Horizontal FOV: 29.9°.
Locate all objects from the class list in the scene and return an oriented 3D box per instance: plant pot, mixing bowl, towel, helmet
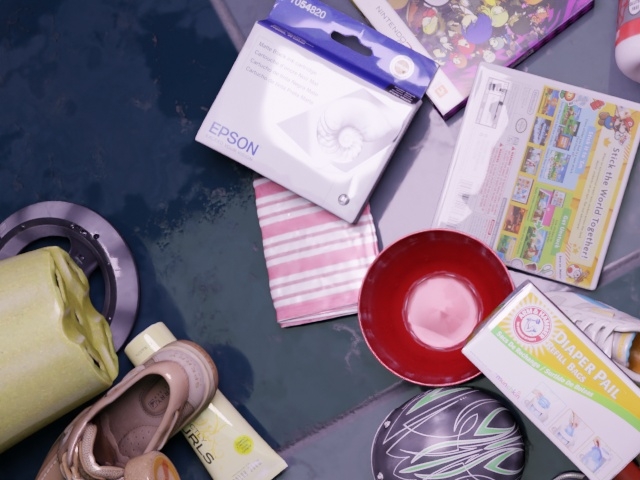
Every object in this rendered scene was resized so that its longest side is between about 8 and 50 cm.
[{"bbox_3d":[-0.387,0.135,1.404,0.254,0.276,0.276,-24,79,2],"label":"plant pot"},{"bbox_3d":[0.140,0.082,1.406,0.181,0.098,0.181,-1,82,10],"label":"mixing bowl"},{"bbox_3d":[0.000,0.000,1.484,0.144,0.029,0.197,-12,79,10],"label":"towel"},{"bbox_3d":[0.146,0.243,1.354,0.169,0.161,0.169,-1,83,11],"label":"helmet"}]

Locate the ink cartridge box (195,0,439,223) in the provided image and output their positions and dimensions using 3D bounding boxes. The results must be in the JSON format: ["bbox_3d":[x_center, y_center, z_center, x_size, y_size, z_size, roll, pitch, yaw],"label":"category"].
[{"bbox_3d":[-0.003,-0.167,1.440,0.223,0.045,0.224,28,92,5],"label":"ink cartridge box"}]

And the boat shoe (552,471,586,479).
[{"bbox_3d":[0.260,0.421,1.342,0.116,0.099,0.319,15,86,15],"label":"boat shoe"}]

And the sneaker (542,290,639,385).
[{"bbox_3d":[0.321,0.111,1.371,0.228,0.092,0.087,14,88,14],"label":"sneaker"}]

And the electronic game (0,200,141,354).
[{"bbox_3d":[-0.337,0.064,1.530,0.229,0.048,0.229,0,91,14],"label":"electronic game"}]

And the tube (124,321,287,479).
[{"bbox_3d":[-0.146,0.209,1.472,0.062,0.070,0.240,-32,80,-36],"label":"tube"}]

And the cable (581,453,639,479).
[{"bbox_3d":[0.403,0.312,1.327,0.139,0.072,0.287,-30,71,-28],"label":"cable"}]

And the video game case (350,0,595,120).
[{"bbox_3d":[0.181,-0.299,1.473,0.232,0.042,0.210,-37,79,5],"label":"video game case"}]

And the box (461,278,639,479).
[{"bbox_3d":[0.257,0.147,1.274,0.203,0.114,0.103,45,97,7],"label":"box"}]

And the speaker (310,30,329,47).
[{"bbox_3d":[-0.028,-0.195,1.496,0.055,0.055,0.136,30,90,13],"label":"speaker"}]

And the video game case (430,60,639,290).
[{"bbox_3d":[0.256,-0.077,1.421,0.206,0.026,0.227,16,92,7],"label":"video game case"}]

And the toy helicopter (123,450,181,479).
[{"bbox_3d":[-0.138,0.406,1.327,0.140,0.235,0.355,-24,89,17],"label":"toy helicopter"}]

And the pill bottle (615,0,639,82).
[{"bbox_3d":[0.449,-0.362,1.342,0.210,0.210,0.363,5,84,12],"label":"pill bottle"}]

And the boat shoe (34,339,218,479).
[{"bbox_3d":[-0.263,0.253,1.433,0.121,0.110,0.341,43,109,9],"label":"boat shoe"}]
